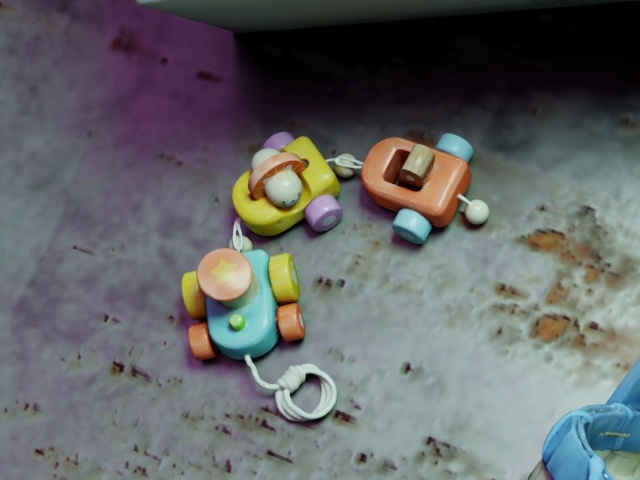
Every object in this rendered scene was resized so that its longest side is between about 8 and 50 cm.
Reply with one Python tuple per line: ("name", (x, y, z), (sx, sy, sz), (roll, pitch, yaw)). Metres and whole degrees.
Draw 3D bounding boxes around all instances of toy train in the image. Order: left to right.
("toy train", (0.000, 0.000, 0.908), (0.125, 0.046, 0.166), (26, 74, 25))

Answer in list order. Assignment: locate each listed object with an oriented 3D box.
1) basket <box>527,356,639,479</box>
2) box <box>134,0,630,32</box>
("basket", (0.194, 0.134, 0.684), (0.255, 0.201, 0.289), (50, 116, 28))
("box", (0.091, -0.225, 0.882), (0.345, 0.168, 0.215), (-3, 90, 14))
